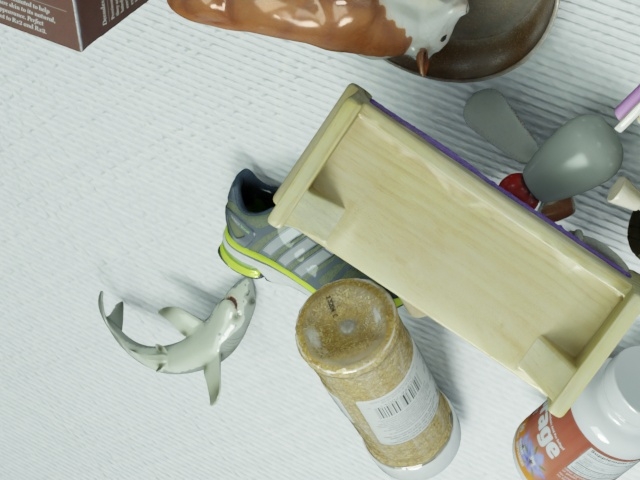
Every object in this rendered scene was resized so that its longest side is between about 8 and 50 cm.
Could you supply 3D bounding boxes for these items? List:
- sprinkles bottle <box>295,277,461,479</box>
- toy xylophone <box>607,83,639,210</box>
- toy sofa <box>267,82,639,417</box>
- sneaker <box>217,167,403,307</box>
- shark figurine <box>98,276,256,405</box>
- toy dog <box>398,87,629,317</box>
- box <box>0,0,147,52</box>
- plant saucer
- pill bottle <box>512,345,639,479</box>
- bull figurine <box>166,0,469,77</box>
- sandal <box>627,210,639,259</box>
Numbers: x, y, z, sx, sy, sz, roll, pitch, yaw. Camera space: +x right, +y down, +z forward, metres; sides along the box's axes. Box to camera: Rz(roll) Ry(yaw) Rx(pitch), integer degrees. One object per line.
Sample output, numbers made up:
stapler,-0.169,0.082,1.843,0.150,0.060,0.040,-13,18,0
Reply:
sprinkles bottle,0.074,0.170,1.960,0.121,0.121,0.355,20,160,26
toy xylophone,0.410,-0.052,1.536,0.323,0.081,0.236,27,128,-5
toy sofa,0.138,0.003,1.659,0.363,0.177,0.150,34,103,1
sneaker,0.000,0.000,1.983,0.300,0.111,0.121,15,130,27
shark figurine,-0.182,0.141,2.278,0.278,0.116,0.166,-6,87,35
toy dog,0.181,-0.048,1.783,0.334,0.161,0.220,-6,118,26
box,-0.270,-0.342,1.816,0.168,0.203,0.167,22,137,26
plant saucer,0.108,-0.300,1.657,0.311,0.050,0.310,24,138,23
pill bottle,0.316,0.207,1.890,0.121,0.121,0.216,40,141,3
bull figurine,-0.012,-0.257,1.620,0.310,0.101,0.188,7,138,10
sandal,0.370,-0.059,1.652,0.090,0.060,0.219,31,130,27
